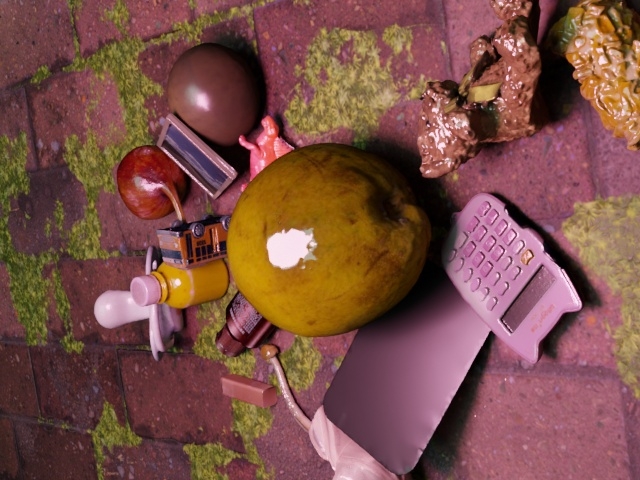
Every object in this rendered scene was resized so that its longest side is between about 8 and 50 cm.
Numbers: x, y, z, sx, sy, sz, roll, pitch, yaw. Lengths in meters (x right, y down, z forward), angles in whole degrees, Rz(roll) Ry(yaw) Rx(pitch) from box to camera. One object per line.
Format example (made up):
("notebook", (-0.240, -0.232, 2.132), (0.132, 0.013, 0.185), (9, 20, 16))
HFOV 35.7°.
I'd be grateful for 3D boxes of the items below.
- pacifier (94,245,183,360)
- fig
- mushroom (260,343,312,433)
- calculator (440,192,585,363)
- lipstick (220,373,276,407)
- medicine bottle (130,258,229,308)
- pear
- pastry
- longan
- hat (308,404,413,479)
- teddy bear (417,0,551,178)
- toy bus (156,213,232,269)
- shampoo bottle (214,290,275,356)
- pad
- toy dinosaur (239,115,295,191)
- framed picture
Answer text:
("pacifier", (-0.436, 0.155, 2.369), (0.207, 0.227, 0.279), (-3, 100, 1))
("fig", (-0.367, -0.129, 2.267), (0.207, 0.175, 0.175), (17, 111, 55))
("mushroom", (-0.043, 0.353, 2.144), (0.306, 0.043, 0.068), (54, 157, 21))
("calculator", (0.318, 0.053, 1.696), (0.294, 0.043, 0.194), (52, 130, 29))
("lipstick", (-0.164, 0.340, 2.257), (0.145, 0.045, 0.045), (9, 104, 43))
("medicine bottle", (-0.322, 0.095, 2.240), (0.122, 0.212, 0.122), (13, 108, 44))
("pear", (0.000, 0.000, 1.808), (0.413, 0.352, 0.352), (-25, 81, 41))
("pastry", (0.447, -0.248, 1.444), (0.154, 0.102, 0.250), (-42, 71, 26))
("longan", (-0.222, -0.301, 2.064), (0.196, 0.196, 0.220), (-11, 95, 47))
("hat", (0.099, 0.413, 1.945), (0.164, 0.219, 0.226), (-19, 62, 25))
("teddy bear", (0.247, -0.254, 1.576), (0.222, 0.246, 0.296), (-3, 137, 17))
("toy bus", (-0.263, 0.002, 2.182), (0.091, 0.182, 0.103), (7, 106, 45))
("shampoo bottle", (-0.129, 0.139, 2.148), (0.129, 0.084, 0.323), (57, 134, 23))
("pad", (0.194, 0.243, 1.843), (0.315, 0.063, 0.375), (36, 104, 37))
("toy dinosaur", (-0.093, -0.120, 2.083), (0.139, 0.070, 0.286), (10, 114, 19))
("framed picture", (-0.266, -0.175, 2.125), (0.189, 0.023, 0.260), (43, 165, -6))
